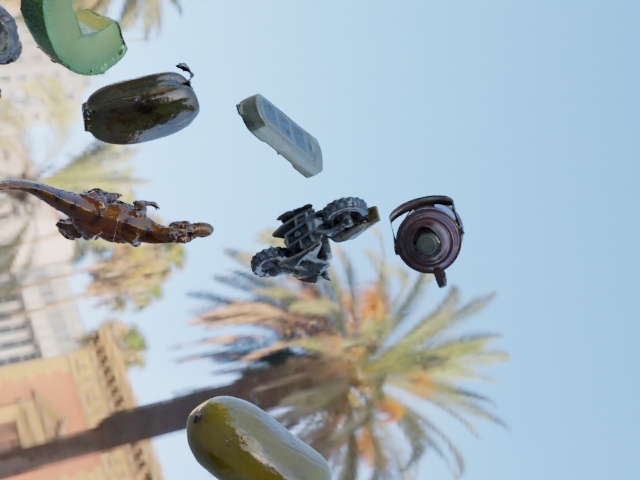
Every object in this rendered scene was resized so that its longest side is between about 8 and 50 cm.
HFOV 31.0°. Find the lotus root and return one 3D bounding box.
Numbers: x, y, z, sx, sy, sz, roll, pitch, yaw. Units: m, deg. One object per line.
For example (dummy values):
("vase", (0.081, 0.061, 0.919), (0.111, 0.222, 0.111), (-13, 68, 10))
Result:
("lotus root", (-0.351, -0.258, 2.261), (0.123, 0.241, 0.124), (90, -22, -44))

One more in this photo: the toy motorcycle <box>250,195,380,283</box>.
("toy motorcycle", (0.000, 0.001, 1.791), (0.229, 0.129, 0.094), (-34, -128, 32))

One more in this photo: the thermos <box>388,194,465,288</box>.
("thermos", (0.155, 0.001, 1.618), (0.232, 0.098, 0.124), (-41, 115, -81))

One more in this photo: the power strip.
("power strip", (-0.075, -0.205, 2.220), (0.048, 0.286, 0.080), (-24, -119, 20))

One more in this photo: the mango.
("mango", (-0.109, 0.407, 2.162), (0.142, 0.331, 0.195), (-51, -159, 13))

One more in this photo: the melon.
("melon", (-0.339, -0.295, 1.549), (0.064, 0.118, 0.209), (23, -25, 23))

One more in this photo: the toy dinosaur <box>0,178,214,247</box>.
("toy dinosaur", (-0.402, -0.046, 1.946), (0.208, 0.432, 0.097), (-175, -85, -69))

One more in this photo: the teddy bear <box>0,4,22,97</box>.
("teddy bear", (-0.434, -0.211, 1.320), (0.190, 0.177, 0.140), (102, -30, -43))
